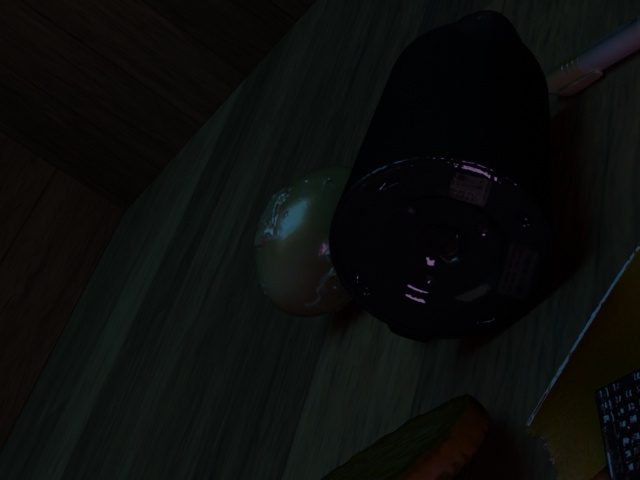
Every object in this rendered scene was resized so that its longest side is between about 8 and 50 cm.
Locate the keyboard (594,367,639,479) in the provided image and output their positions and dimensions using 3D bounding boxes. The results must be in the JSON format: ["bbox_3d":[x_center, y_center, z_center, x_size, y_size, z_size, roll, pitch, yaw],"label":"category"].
[{"bbox_3d":[0.203,0.171,0.700,0.061,0.013,0.204,-38,42,41],"label":"keyboard"}]

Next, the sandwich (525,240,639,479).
[{"bbox_3d":[0.216,0.096,0.835,0.162,0.058,0.193,-45,21,34],"label":"sandwich"}]

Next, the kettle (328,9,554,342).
[{"bbox_3d":[0.144,-0.051,1.186,0.203,0.262,0.308,-9,33,19],"label":"kettle"}]

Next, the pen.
[{"bbox_3d":[0.308,-0.199,1.205,0.233,0.032,0.040,-29,54,57],"label":"pen"}]

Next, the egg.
[{"bbox_3d":[0.003,0.002,1.463,0.201,0.164,0.164,-58,16,-1],"label":"egg"}]

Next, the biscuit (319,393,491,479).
[{"bbox_3d":[0.011,0.233,0.973,0.318,0.040,0.318,-37,-2,-2],"label":"biscuit"}]
